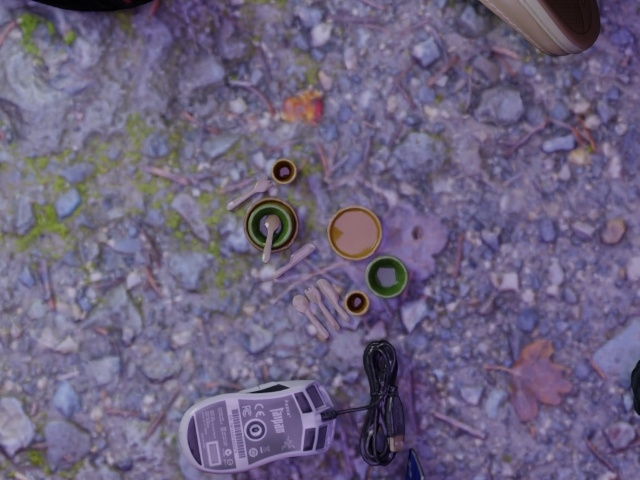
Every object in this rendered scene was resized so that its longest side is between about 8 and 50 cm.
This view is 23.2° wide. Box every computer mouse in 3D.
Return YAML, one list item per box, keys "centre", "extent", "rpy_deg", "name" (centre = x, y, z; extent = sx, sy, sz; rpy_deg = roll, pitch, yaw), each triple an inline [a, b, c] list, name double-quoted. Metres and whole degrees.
- centre: [-0.025, 0.149, 1.322]
  extent: [0.193, 0.042, 0.106]
  rpy_deg: [-8, 95, -6]
  name: "computer mouse"

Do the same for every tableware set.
- centre: [0.000, 0.000, 1.328]
  extent: [0.104, 0.024, 0.154]
  rpy_deg: [-36, 90, 0]
  name: "tableware set"

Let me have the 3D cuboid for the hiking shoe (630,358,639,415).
- centre: [0.407, 0.162, 1.307]
  extent: [0.304, 0.113, 0.132]
  rpy_deg: [29, 60, 6]
  name: "hiking shoe"

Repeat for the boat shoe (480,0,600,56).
- centre: [0.110, -0.261, 1.299]
  extent: [0.302, 0.109, 0.098]
  rpy_deg: [47, 129, -1]
  name: "boat shoe"

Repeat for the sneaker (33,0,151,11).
- centre: [-0.267, -0.280, 1.282]
  extent: [0.314, 0.116, 0.136]
  rpy_deg: [14, 89, 0]
  name: "sneaker"

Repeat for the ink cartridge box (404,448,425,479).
- centre: [0.024, 0.356, 1.253]
  extent: [0.069, 0.176, 0.371]
  rpy_deg: [11, 90, 0]
  name: "ink cartridge box"
